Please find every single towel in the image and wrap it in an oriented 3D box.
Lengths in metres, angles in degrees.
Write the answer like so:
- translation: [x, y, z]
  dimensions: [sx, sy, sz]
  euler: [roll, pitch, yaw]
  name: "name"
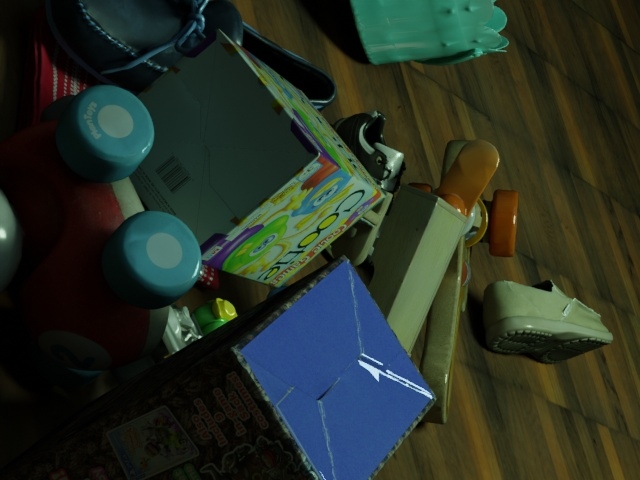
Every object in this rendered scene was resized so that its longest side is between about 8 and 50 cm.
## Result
- translation: [-0.191, -0.091, 1.712]
  dimensions: [0.275, 0.031, 0.199]
  euler: [39, 34, -37]
  name: "towel"

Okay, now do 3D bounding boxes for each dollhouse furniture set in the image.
- translation: [0.000, 0.000, 1.778]
  dimensions: [0.242, 0.161, 0.212]
  euler: [22, -3, 25]
  name: "dollhouse furniture set"

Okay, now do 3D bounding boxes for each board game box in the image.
- translation: [-0.062, -0.064, 1.547]
  dimensions: [0.144, 0.142, 0.275]
  euler: [52, 7, 13]
  name: "board game box"
- translation: [-0.093, 0.164, 1.330]
  dimensions: [0.141, 0.291, 0.232]
  euler: [58, 26, -3]
  name: "board game box"

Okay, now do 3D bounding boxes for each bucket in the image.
- translation: [0.136, -0.365, 2.310]
  dimensions: [0.281, 0.183, 0.281]
  euler: [-9, 90, -79]
  name: "bucket"

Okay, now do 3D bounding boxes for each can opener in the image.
- translation: [-0.186, 0.010, 1.526]
  dimensions: [0.283, 0.095, 0.076]
  euler: [61, 4, 20]
  name: "can opener"

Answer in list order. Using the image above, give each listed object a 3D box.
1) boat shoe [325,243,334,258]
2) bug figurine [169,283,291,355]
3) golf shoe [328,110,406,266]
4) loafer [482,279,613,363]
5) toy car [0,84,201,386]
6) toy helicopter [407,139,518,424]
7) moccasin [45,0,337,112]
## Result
- translation: [0.014, -0.048, 2.009]
  dimensions: [0.056, 0.049, 0.152]
  euler: [17, 49, -53]
  name: "boat shoe"
- translation: [-0.075, 0.076, 1.648]
  dimensions: [0.279, 0.072, 0.216]
  euler: [34, 24, -43]
  name: "bug figurine"
- translation: [0.061, -0.064, 2.062]
  dimensions: [0.077, 0.094, 0.198]
  euler: [14, 53, -57]
  name: "golf shoe"
- translation: [0.301, 0.102, 2.311]
  dimensions: [0.268, 0.102, 0.092]
  euler: [15, 57, -55]
  name: "loafer"
- translation: [-0.255, 0.016, 1.363]
  dimensions: [0.238, 0.219, 0.210]
  euler: [-12, 73, -33]
  name: "toy car"
- translation: [0.151, 0.039, 2.024]
  dimensions: [0.235, 0.140, 0.355]
  euler: [84, 14, -60]
  name: "toy helicopter"
- translation: [-0.119, -0.204, 1.748]
  dimensions: [0.342, 0.116, 0.138]
  euler: [16, 65, -47]
  name: "moccasin"
